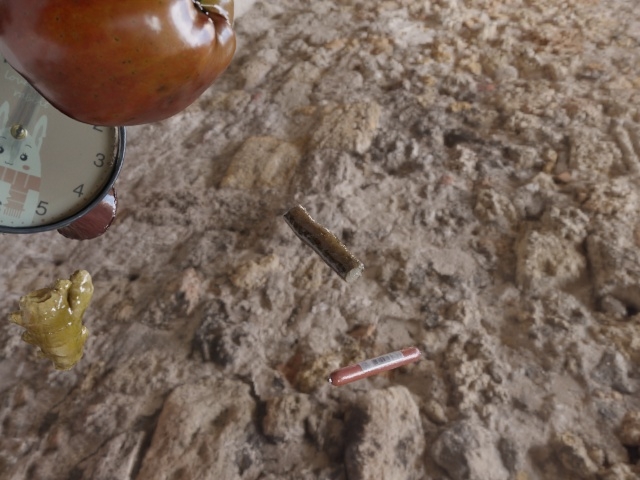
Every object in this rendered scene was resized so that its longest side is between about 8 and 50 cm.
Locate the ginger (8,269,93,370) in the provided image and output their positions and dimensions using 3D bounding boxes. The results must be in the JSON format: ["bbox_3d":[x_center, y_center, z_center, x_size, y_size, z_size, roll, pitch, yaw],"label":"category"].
[{"bbox_3d":[-0.445,0.144,0.913,0.115,0.081,0.206,-32,143,-59],"label":"ginger"}]

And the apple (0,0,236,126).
[{"bbox_3d":[-0.201,-0.225,0.561,0.234,0.233,0.234,5,90,-81],"label":"apple"}]

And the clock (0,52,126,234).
[{"bbox_3d":[-0.551,-0.198,0.996,0.076,0.386,0.387,12,-81,56],"label":"clock"}]

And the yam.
[{"bbox_3d":[0.000,0.000,1.056,0.241,0.056,0.057,45,-33,43],"label":"yam"}]

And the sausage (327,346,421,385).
[{"bbox_3d":[0.102,0.224,0.981,0.223,0.029,0.030,-7,103,-35],"label":"sausage"}]

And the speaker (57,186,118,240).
[{"bbox_3d":[-0.670,-0.156,1.335,0.329,0.198,0.259,57,16,-75],"label":"speaker"}]
